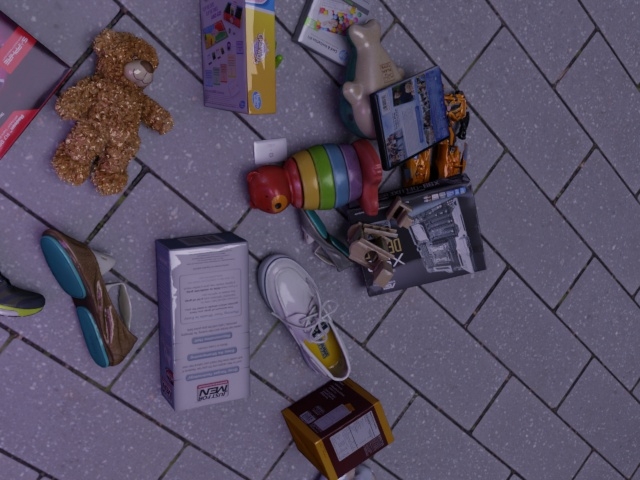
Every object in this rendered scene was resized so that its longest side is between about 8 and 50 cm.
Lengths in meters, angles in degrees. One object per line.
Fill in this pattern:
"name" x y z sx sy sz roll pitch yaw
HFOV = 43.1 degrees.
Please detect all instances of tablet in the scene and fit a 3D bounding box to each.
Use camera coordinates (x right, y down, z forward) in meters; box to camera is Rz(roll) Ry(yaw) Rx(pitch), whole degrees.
"tablet" -0.116 -0.207 1.880 0.083 0.006 0.054 -10 107 -26

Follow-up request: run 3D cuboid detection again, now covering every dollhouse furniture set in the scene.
"dollhouse furniture set" 0.139 -0.013 1.865 0.101 0.182 0.161 29 108 -11

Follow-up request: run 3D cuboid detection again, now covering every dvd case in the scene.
"dvd case" 0.212 -0.286 1.884 0.253 0.022 0.180 -31 118 -40

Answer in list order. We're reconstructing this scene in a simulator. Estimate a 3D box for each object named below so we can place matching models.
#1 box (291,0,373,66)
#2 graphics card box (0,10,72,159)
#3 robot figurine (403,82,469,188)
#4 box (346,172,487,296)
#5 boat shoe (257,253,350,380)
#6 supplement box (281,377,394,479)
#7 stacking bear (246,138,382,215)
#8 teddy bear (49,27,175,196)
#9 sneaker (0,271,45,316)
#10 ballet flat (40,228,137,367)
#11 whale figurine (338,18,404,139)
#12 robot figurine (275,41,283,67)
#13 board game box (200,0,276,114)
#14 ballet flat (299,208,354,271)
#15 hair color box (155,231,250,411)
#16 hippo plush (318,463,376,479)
"box" 0.032 -0.515 1.866 0.145 0.038 0.186 21 93 -31
"graphics card box" -0.678 -0.347 1.489 0.371 0.094 0.233 41 82 -29
"robot figurine" 0.295 -0.251 2.046 0.211 0.085 0.291 -2 103 -28
"box" 0.237 -0.012 2.008 0.307 0.076 0.242 -13 111 3
"boat shoe" -0.022 0.198 1.943 0.136 0.156 0.367 -33 116 -18
"supplement box" 0.042 0.462 2.023 0.194 0.191 0.129 -29 114 -19
"stacking bear" -0.024 -0.135 1.858 0.289 0.164 0.175 -11 139 -12
"teddy bear" -0.418 -0.252 1.644 0.245 0.113 0.338 38 83 -32
"sneaker" -0.673 0.061 1.587 0.300 0.111 0.121 29 84 -33
"ballet flat" -0.473 0.106 1.713 0.124 0.116 0.342 -38 119 -38
"whale figurine" 0.105 -0.368 1.885 0.216 0.141 0.272 -29 111 -41
"robot figurine" -0.136 -0.409 1.783 0.101 0.067 0.115 14 96 -20
"board game box" -0.172 -0.425 1.659 0.064 0.242 0.316 -8 107 -28
"ballet flat" 0.000 0.000 1.962 0.068 0.072 0.213 -35 118 17
"hair color box" -0.264 0.180 1.833 0.185 0.113 0.374 -6 105 -27
"hippo plush" 0.072 0.703 2.072 0.294 0.236 0.234 17 94 -31
